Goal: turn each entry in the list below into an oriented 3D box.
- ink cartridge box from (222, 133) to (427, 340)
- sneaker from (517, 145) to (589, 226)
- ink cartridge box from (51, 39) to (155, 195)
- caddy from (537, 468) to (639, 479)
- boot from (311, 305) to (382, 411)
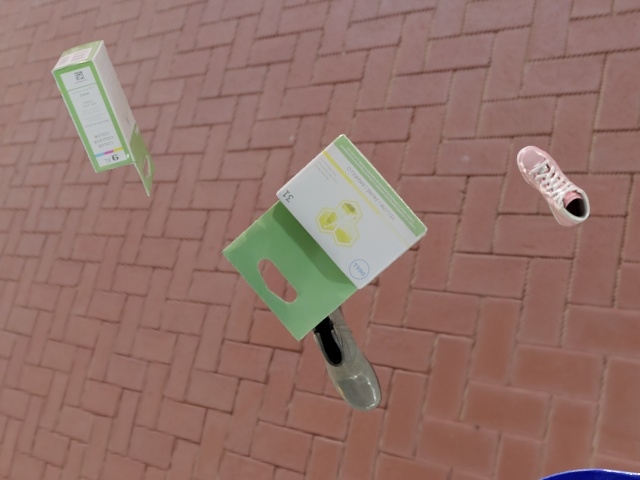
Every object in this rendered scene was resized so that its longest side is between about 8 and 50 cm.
[{"bbox_3d":[0.000,0.000,1.049,0.235,0.056,0.171,-41,85,5],"label":"ink cartridge box"},{"bbox_3d":[0.334,-0.079,1.114,0.051,0.070,0.134,-35,92,-1],"label":"sneaker"},{"bbox_3d":[-0.305,-0.167,1.124,0.062,0.209,0.109,-17,29,1],"label":"ink cartridge box"},{"bbox_3d":[0.346,0.368,0.885,0.341,0.241,0.179,-7,110,42],"label":"caddy"},{"bbox_3d":[0.032,0.210,1.416,0.083,0.161,0.246,-26,89,6],"label":"boot"}]
